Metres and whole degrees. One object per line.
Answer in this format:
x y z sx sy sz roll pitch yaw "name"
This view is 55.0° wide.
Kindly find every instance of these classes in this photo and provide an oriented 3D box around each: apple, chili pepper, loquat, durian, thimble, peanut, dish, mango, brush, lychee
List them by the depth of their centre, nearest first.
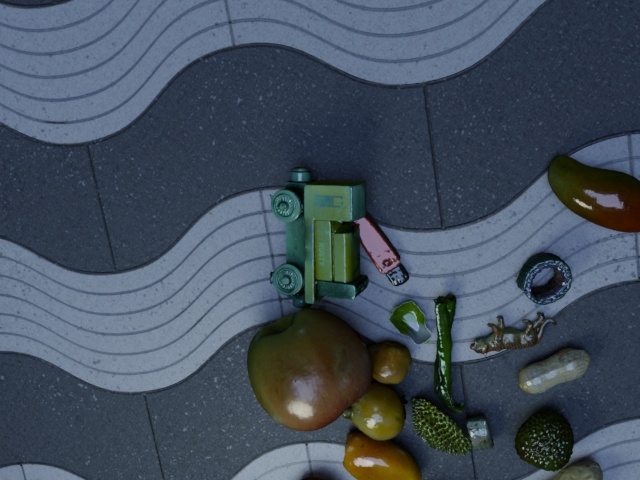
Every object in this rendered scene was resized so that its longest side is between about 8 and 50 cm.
0.720 -0.115 1.581 0.289 0.129 0.146 20 106 13 "mango"
0.605 0.102 1.657 0.118 0.090 0.135 39 104 0 "thimble"
-0.036 0.340 1.688 0.338 0.338 0.305 -36 86 14 "apple"
0.649 0.362 1.705 0.207 0.087 0.087 -28 96 13 "peanut"
0.631 0.556 1.713 0.171 0.171 0.171 2 102 9 "lychee"
0.142 -0.008 1.727 0.070 0.051 0.323 -35 94 16 "brush"
0.700 0.728 1.754 0.123 0.123 0.256 43 106 -1 "peanut"
0.361 0.328 1.755 0.076 0.085 0.358 10 113 46 "chili pepper"
0.154 0.487 1.758 0.205 0.172 0.149 7 112 -18 "loquat"
0.263 0.237 1.765 0.091 0.039 0.137 -38 94 9 "dish"
0.192 0.348 1.765 0.137 0.113 0.137 -7 71 20 "loquat"
0.340 0.556 1.771 0.221 0.137 0.095 43 74 -2 "durian"
0.459 0.553 1.771 0.062 0.084 0.110 -17 128 14 "thimble"
0.181 0.661 1.820 0.252 0.126 0.153 24 115 3 "mango"

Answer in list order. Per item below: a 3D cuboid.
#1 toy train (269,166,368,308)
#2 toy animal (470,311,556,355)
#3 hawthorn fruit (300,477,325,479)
0.000 0.000 1.676 0.253 0.160 0.396 4 102 21 "toy train"
0.538 0.262 1.723 0.241 0.057 0.099 -8 107 9 "toy animal"
0.003 0.830 1.856 0.226 0.196 0.196 36 105 -16 "hawthorn fruit"
